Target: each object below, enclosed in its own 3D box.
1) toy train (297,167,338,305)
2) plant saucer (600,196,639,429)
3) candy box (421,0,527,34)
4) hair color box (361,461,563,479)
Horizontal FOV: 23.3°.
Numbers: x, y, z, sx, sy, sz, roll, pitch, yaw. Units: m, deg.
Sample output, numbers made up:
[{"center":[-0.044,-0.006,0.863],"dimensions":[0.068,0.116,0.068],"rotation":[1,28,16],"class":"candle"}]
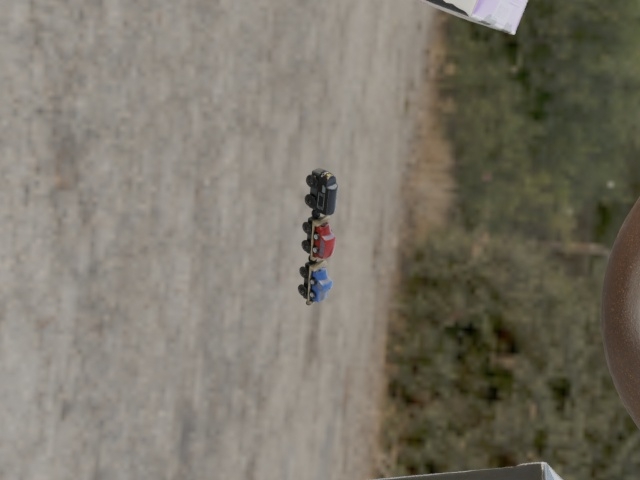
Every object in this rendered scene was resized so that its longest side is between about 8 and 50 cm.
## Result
[{"center":[0.000,0.000,1.624],"dimensions":[0.027,0.036,0.158],"rotation":[-27,131,-46],"class":"toy train"},{"center":[0.366,0.059,1.156],"dimensions":[0.050,0.311,0.310],"rotation":[-23,116,-76],"class":"plant saucer"},{"center":[0.049,-0.216,1.106],"dimensions":[0.070,0.196,0.165],"rotation":[-69,165,9],"class":"candy box"},{"center":[0.082,0.345,1.005],"dimensions":[0.113,0.185,0.374],"rotation":[45,40,-63],"class":"hair color box"}]
